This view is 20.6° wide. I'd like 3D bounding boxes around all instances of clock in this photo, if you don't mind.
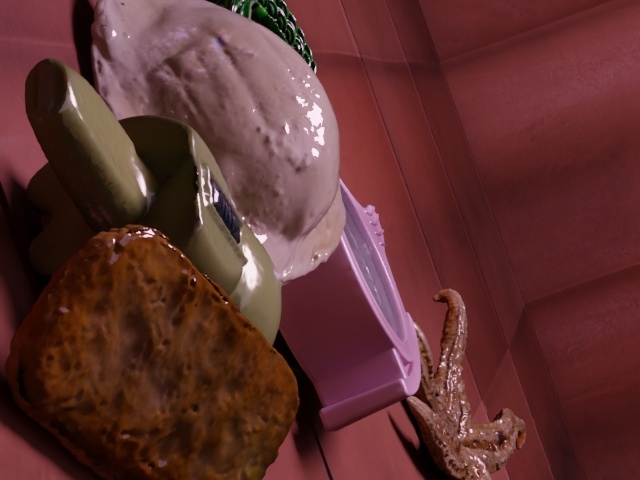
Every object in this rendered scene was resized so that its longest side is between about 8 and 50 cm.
[{"bbox_3d":[0.000,0.000,1.501,0.290,0.080,0.275,-63,128,-80],"label":"clock"}]

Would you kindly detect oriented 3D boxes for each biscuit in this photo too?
[{"bbox_3d":[-0.085,0.078,0.951,0.029,0.118,0.247,27,-15,34],"label":"biscuit"}]

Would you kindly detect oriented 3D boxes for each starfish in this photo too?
[{"bbox_3d":[0.167,0.213,1.932,0.327,0.094,0.375,62,16,9],"label":"starfish"}]

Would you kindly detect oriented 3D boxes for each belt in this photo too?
[{"bbox_3d":[-0.067,-0.154,1.503,0.151,0.079,0.121,41,40,-46],"label":"belt"}]

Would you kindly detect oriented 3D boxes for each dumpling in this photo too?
[{"bbox_3d":[-0.075,-0.072,1.215,0.252,0.131,0.179,57,36,-12],"label":"dumpling"}]

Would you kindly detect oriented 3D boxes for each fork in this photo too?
[{"bbox_3d":[-0.023,0.103,1.435,0.016,0.012,0.115,69,16,11],"label":"fork"}]

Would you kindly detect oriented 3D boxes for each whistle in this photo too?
[{"bbox_3d":[-0.098,0.000,0.996,0.288,0.106,0.131,58,20,-52],"label":"whistle"}]
